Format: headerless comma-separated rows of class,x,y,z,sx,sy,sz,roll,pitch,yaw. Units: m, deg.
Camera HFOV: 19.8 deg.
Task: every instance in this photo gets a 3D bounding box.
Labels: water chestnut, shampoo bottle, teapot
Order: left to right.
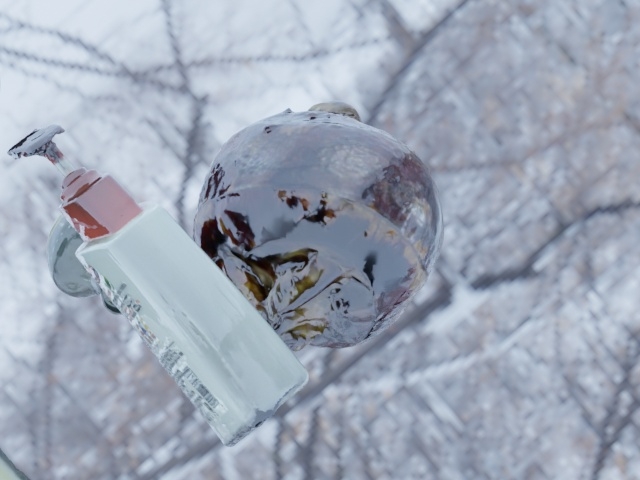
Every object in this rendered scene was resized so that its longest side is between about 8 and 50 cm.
teapot,-0.233,0.015,2.113,0.166,0.119,0.130,-10,126,-46
shampoo bottle,-0.126,0.022,1.353,0.071,0.284,0.153,-38,179,-17
water chestnut,0.000,0.000,1.601,0.224,0.224,0.238,-39,-155,48

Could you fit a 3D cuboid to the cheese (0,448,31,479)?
cheese,-0.235,0.155,0.822,0.251,0.127,0.054,-32,-161,27
